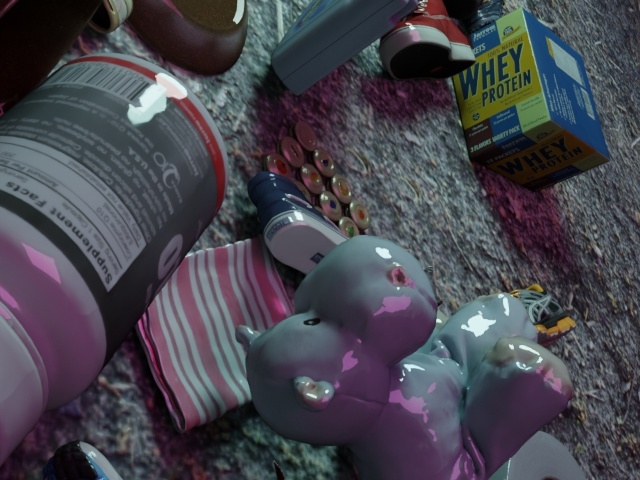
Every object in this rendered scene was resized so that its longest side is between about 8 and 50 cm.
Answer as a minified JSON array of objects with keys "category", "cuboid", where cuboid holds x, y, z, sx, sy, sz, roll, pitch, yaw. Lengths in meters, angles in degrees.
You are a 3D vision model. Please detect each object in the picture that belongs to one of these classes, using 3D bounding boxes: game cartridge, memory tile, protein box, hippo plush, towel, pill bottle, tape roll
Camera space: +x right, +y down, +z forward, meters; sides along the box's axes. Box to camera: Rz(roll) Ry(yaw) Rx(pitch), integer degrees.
[{"category":"game cartridge","cuboid":[0.052,-0.282,1.051,0.062,0.198,0.297,51,36,-19]},{"category":"memory tile","cuboid":[0.000,-0.052,1.006,0.148,0.012,0.113,54,36,-15]},{"category":"protein box","cuboid":[0.319,-0.210,1.412,0.201,0.136,0.200,18,56,-46]},{"category":"hippo plush","cuboid":[0.035,0.123,0.791,0.236,0.234,0.294,39,83,-24]},{"category":"towel","cuboid":[-0.081,0.073,0.809,0.197,0.029,0.144,-15,83,-55]},{"category":"pill bottle","cuboid":[-0.184,0.007,0.599,0.161,0.161,0.283,52,37,-18]},{"category":"tape roll","cuboid":[0.240,0.329,1.034,0.219,0.072,0.219,30,47,-39]}]

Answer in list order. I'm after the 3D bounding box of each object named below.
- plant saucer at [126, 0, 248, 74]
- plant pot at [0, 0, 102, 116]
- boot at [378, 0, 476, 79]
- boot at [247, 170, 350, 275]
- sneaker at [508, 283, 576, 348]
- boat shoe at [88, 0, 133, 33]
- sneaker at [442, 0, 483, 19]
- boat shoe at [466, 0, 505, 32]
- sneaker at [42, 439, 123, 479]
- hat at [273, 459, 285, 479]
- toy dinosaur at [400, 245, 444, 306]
[{"category":"plant saucer","cuboid":[-0.138,-0.266,0.938,0.198,0.036,0.199,31,46,-39]},{"category":"plant pot","cuboid":[-0.283,-0.184,0.574,0.230,0.215,0.215,41,39,-9]},{"category":"boot","cuboid":[0.121,-0.316,1.268,0.244,0.088,0.176,-14,80,-63]},{"category":"boot","cuboid":[0.000,0.000,0.931,0.190,0.069,0.086,43,16,-49]},{"category":"sneaker","cuboid":[0.254,0.106,1.195,0.215,0.084,0.083,-2,57,-57]},{"category":"boat shoe","cuboid":[-0.219,-0.238,0.800,0.135,0.050,0.045,45,34,-27]},{"category":"sneaker","cuboid":[0.169,-0.475,1.392,0.270,0.090,0.145,48,49,-17]},{"category":"boat shoe","cuboid":[0.283,-0.394,1.548,0.183,0.065,0.083,-24,89,-48]},{"category":"sneaker","cuboid":[-0.126,0.213,0.641,0.191,0.071,0.083,66,27,-14]},{"category":"hat","cuboid":[-0.053,0.321,0.702,0.208,0.183,0.173,-24,113,-30]},{"category":"toy dinosaur","cuboid":[0.103,0.050,1.056,0.082,0.047,0.090,44,47,1]}]
